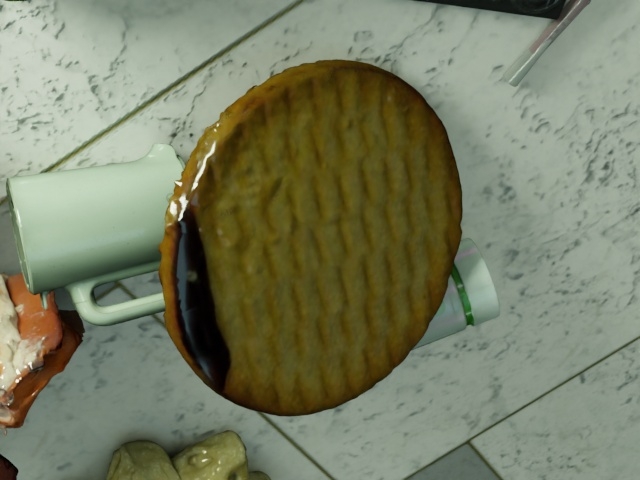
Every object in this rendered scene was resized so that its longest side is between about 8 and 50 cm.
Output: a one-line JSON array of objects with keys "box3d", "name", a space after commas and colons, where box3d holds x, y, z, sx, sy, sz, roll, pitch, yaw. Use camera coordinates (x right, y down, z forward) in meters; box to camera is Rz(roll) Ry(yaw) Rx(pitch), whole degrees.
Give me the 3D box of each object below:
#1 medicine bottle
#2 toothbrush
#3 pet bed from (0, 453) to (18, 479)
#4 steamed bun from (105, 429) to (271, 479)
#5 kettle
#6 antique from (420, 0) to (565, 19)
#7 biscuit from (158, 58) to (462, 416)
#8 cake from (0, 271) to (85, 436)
[{"box3d": [0.076, 0.068, 1.273, 0.183, 0.086, 0.086, -21, 135, -4], "name": "medicine bottle"}, {"box3d": [0.226, -0.212, 1.133, 0.017, 0.014, 0.194, 19, 121, -35], "name": "toothbrush"}, {"box3d": [-0.369, 0.201, 1.176, 0.201, 0.053, 0.201, 9, 157, 4], "name": "pet bed"}, {"box3d": [-0.164, 0.338, 1.388, 0.292, 0.137, 0.295, 28, 117, -35], "name": "steamed bun"}, {"box3d": [-0.176, -0.006, 1.079, 0.148, 0.127, 0.098, -11, 151, -16], "name": "kettle"}, {"box3d": [0.122, -0.211, 1.089, 0.192, 0.015, 0.031, 2, 129, -25], "name": "antique"}, {"box3d": [0.000, 0.000, 1.124, 0.318, 0.040, 0.318, -14, 114, -34], "name": "biscuit"}, {"box3d": [-0.350, 0.099, 1.116, 0.287, 0.135, 0.098, -4, 147, -7], "name": "cake"}]
